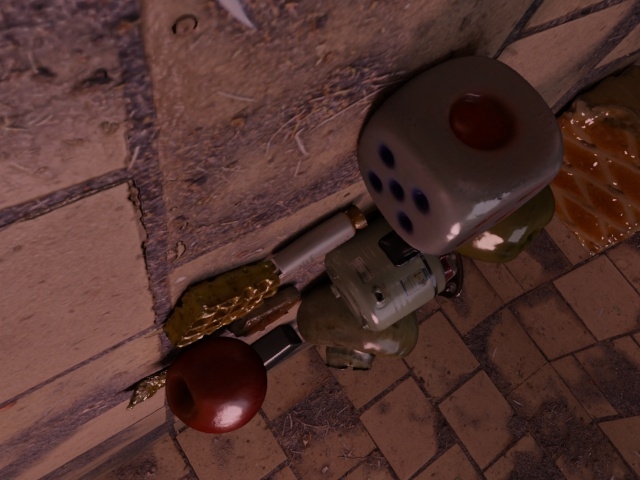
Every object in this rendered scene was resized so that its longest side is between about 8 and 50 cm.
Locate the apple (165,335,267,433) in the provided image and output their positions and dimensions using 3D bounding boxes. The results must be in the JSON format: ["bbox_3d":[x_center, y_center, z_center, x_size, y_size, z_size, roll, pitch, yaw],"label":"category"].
[{"bbox_3d":[-0.238,0.331,1.145,0.218,0.218,0.201,-43,159,32],"label":"apple"}]

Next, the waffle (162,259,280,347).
[{"bbox_3d":[-0.163,0.108,0.895,0.211,0.055,0.160,-21,160,-45],"label":"waffle"}]

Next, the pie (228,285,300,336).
[{"bbox_3d":[-0.135,0.177,1.209,0.195,0.046,0.195,-31,167,-8],"label":"pie"}]

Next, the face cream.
[{"bbox_3d":[0.000,0.000,0.902,0.182,0.051,0.072,-32,162,-9],"label":"face cream"}]

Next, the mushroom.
[{"bbox_3d":[0.107,0.238,1.401,0.353,0.260,0.352,9,172,1],"label":"mushroom"}]

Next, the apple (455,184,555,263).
[{"bbox_3d":[0.363,-0.076,1.074,0.263,0.262,0.262,-32,166,-9],"label":"apple"}]

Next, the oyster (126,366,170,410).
[{"bbox_3d":[-0.405,0.347,1.208,0.121,0.045,0.146,-48,166,1],"label":"oyster"}]

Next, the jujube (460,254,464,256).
[{"bbox_3d":[0.534,-0.059,1.661,0.255,0.190,0.190,-43,163,29],"label":"jujube"}]

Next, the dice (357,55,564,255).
[{"bbox_3d":[0.177,-0.107,0.652,0.193,0.194,0.191,-32,165,-15],"label":"dice"}]

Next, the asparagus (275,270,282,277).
[{"bbox_3d":[-0.104,0.089,1.042,0.163,0.016,0.016,-42,-177,27],"label":"asparagus"}]

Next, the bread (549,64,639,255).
[{"bbox_3d":[0.800,-0.207,1.338,0.279,0.390,0.371,-33,168,-22],"label":"bread"}]

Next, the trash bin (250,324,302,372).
[{"bbox_3d":[-0.191,0.394,1.715,0.236,0.101,0.177,-38,164,4],"label":"trash bin"}]

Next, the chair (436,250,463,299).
[{"bbox_3d":[0.381,0.118,1.723,0.184,0.175,0.326,0,173,8],"label":"chair"}]

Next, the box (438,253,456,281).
[{"bbox_3d":[0.270,0.082,1.530,0.168,0.193,0.294,-22,164,-13],"label":"box"}]

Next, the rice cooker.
[{"bbox_3d":[0.143,0.059,1.072,0.244,0.225,0.226,-29,166,-7],"label":"rice cooker"}]
